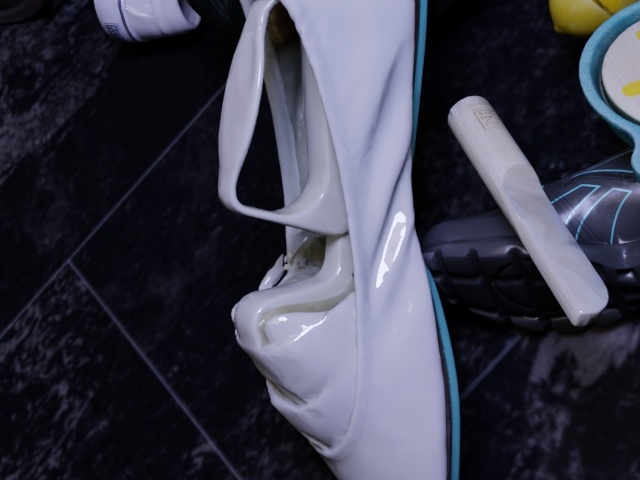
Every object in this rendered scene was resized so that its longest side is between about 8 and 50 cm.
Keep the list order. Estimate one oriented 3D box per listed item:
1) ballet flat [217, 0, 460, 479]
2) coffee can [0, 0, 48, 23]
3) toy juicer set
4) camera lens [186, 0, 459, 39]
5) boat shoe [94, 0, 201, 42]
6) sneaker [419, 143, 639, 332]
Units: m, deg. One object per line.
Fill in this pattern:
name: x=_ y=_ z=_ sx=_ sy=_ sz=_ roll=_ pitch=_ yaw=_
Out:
ballet flat: x=0.000 y=0.000 z=0.924 sx=0.139 sy=0.139 sz=0.400 roll=1 pitch=99 yaw=30
coffee can: x=-0.303 y=-0.350 z=1.267 sx=0.201 sy=0.201 sz=0.275 roll=0 pitch=72 yaw=30
toy juicer set: x=0.195 y=-0.114 z=0.894 sx=0.329 sy=0.089 sz=0.209 roll=-37 pitch=49 yaw=-19
camera lens: x=-0.001 y=-0.287 z=1.062 sx=0.219 sy=0.219 sz=0.274 roll=-14 pitch=65 yaw=25
boat shoe: x=-0.117 y=-0.290 z=1.206 sx=0.088 sy=0.096 sz=0.268 roll=2 pitch=74 yaw=26
sneaker: x=0.191 y=-0.009 z=0.938 sx=0.267 sy=0.101 sz=0.106 roll=-4 pitch=56 yaw=21
